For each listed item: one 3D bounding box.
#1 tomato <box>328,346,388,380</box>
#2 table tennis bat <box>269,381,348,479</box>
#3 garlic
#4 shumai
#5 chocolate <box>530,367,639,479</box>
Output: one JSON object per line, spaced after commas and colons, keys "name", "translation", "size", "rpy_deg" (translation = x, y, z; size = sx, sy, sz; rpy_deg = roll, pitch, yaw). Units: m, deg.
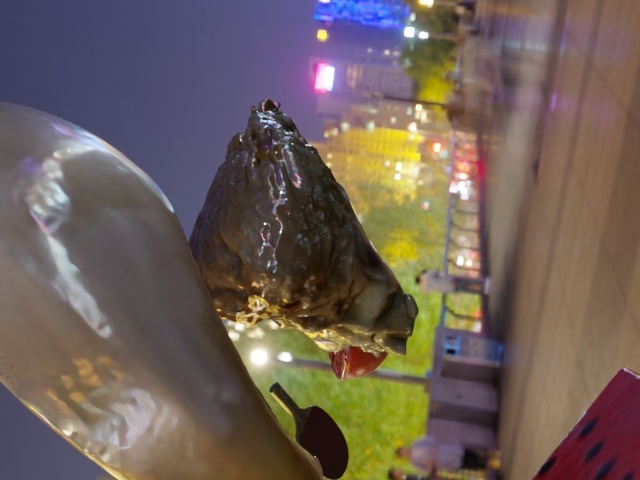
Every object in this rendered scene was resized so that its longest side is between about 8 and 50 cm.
{"name": "tomato", "translation": [0.062, 0.143, 1.470], "size": [0.159, 0.091, 0.139], "rpy_deg": [-150, 60, -75]}
{"name": "table tennis bat", "translation": [-0.014, 0.246, 1.235], "size": [0.156, 0.013, 0.087], "rpy_deg": [51, -145, -18]}
{"name": "garlic", "translation": [-0.111, 0.040, 0.523], "size": [0.318, 0.112, 0.143], "rpy_deg": [54, -160, 1]}
{"name": "shumai", "translation": [0.003, 0.001, 1.117], "size": [0.217, 0.283, 0.346], "rpy_deg": [-60, 15, 19]}
{"name": "chocolate", "translation": [0.311, 0.311, 0.945], "size": [0.341, 0.161, 0.360], "rpy_deg": [-52, 1, 3]}
